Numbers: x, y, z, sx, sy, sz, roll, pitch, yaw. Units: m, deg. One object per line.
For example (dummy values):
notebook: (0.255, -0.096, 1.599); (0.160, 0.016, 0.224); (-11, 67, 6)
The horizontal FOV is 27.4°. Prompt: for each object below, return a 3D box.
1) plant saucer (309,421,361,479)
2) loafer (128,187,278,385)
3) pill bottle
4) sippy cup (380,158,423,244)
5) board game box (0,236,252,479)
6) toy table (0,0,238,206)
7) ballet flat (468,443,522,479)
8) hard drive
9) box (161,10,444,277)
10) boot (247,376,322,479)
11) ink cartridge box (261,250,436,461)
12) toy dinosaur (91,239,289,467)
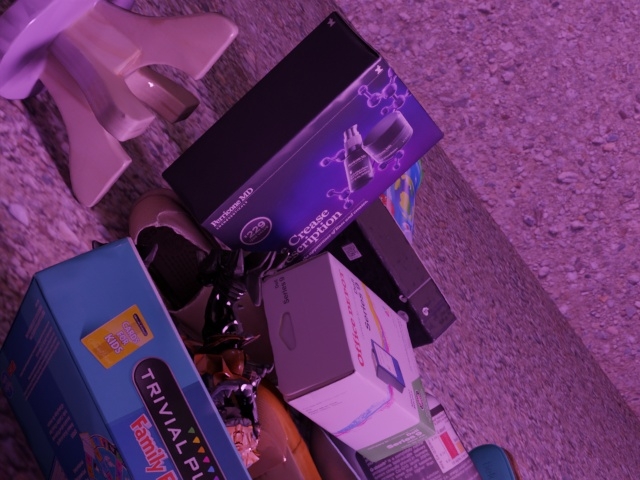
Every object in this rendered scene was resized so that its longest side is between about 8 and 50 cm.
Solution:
plant saucer: (0.037, 0.283, 1.443); (0.195, 0.037, 0.195); (52, -5, 7)
loafer: (-0.124, 0.064, 1.451); (0.268, 0.102, 0.092); (48, 20, -6)
pill bottle: (0.104, 0.284, 1.605); (0.278, 0.162, 0.162); (62, 17, 8)
sippy cup: (0.038, -0.029, 1.880); (0.305, 0.240, 0.224); (21, 47, -27)
board game box: (-0.127, 0.196, 0.981); (0.336, 0.079, 0.254); (62, -27, 9)
toy table: (-0.224, -0.176, 1.370); (0.161, 0.252, 0.274); (42, 26, 1)
ballet flat: (0.284, 0.460, 1.954); (0.342, 0.116, 0.124); (-105, 177, -52)
hard drive: (0.000, 0.000, 1.680); (0.064, 0.237, 0.339); (-40, 100, -38)
box: (-0.016, -0.096, 1.458); (0.103, 0.261, 0.184); (50, 5, 39)
boot: (-0.027, 0.270, 1.373); (0.211, 0.104, 0.295); (-102, 169, -76)
ink cartridge box: (0.031, 0.131, 1.438); (0.212, 0.093, 0.154); (41, 29, -50)
toy dinosaur: (-0.134, 0.113, 1.133); (0.164, 0.322, 0.218); (4, 87, -44)
